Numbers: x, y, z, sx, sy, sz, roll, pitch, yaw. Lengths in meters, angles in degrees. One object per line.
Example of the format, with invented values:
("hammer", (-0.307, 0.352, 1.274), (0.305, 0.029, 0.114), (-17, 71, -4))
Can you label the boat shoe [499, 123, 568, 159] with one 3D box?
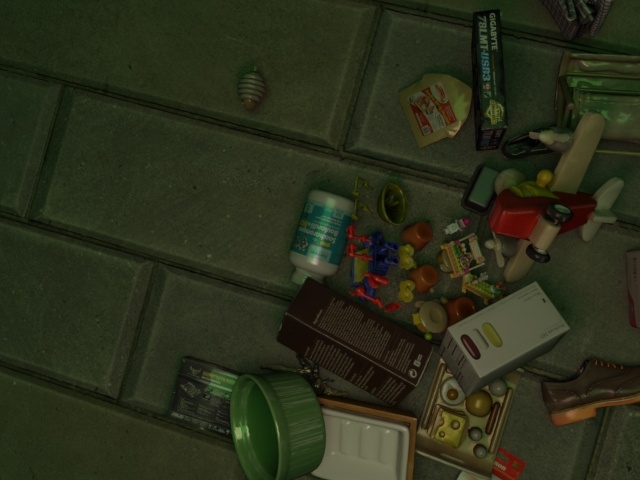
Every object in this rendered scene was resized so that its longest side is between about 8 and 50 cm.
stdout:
("boat shoe", (0.591, -0.267, 1.831), (0.206, 0.065, 0.075), (-16, 85, 8))

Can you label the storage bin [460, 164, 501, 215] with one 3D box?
("storage bin", (0.449, -0.138, 1.836), (0.098, 0.091, 0.135), (26, 93, 9))

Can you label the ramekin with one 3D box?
("ramekin", (-0.113, 0.492, 1.789), (0.148, 0.303, 0.303), (-5, 86, -30))

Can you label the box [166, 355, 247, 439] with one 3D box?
("box", (-0.310, 0.453, 1.949), (0.231, 0.056, 0.183), (15, 89, 9))

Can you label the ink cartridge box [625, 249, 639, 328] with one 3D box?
("ink cartridge box", (0.852, 0.122, 1.662), (0.117, 0.283, 0.207), (-2, 87, 9))

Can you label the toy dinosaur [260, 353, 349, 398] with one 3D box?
("toy dinosaur", (-0.036, 0.368, 1.909), (0.268, 0.064, 0.118), (23, 98, 13))

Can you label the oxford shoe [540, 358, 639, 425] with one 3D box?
("oxford shoe", (0.754, 0.359, 1.750), (0.364, 0.130, 0.132), (-22, 78, 7))

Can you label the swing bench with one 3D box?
("swing bench", (0.747, -0.353, 1.746), (0.253, 0.165, 0.254), (6, 49, 10))

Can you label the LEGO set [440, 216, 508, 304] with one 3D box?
("LEGO set", (0.426, 0.071, 1.779), (0.287, 0.132, 0.107), (56, 139, -1))

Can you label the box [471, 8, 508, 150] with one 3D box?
("box", (0.431, -0.400, 1.747), (0.073, 0.295, 0.293), (-4, 86, 11))

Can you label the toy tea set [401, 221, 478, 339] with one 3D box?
("toy tea set", (0.305, 0.112, 1.840), (0.200, 0.124, 0.335), (5, 67, -25))

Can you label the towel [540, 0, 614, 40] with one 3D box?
("towel", (0.632, -0.670, 1.759), (0.121, 0.235, 0.283), (-27, 83, 11))

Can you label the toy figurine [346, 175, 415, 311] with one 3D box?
("toy figurine", (0.117, 0.032, 1.836), (0.191, 0.217, 0.362), (10, 67, -22))

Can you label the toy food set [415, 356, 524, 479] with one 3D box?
("toy food set", (0.394, 0.454, 1.808), (0.220, 0.092, 0.306), (18, 84, 9))

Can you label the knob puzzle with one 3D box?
("knob puzzle", (0.333, -0.374, 1.881), (0.213, 0.030, 0.213), (3, 98, 24))

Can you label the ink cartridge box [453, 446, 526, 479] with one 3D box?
("ink cartridge box", (0.452, 0.645, 1.826), (0.145, 0.045, 0.179), (30, 95, 9))

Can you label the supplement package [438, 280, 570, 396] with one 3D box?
("supplement package", (0.457, 0.253, 1.712), (0.262, 0.204, 0.145), (-27, 66, -10))

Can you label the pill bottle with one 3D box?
("pill bottle", (0.000, 0.000, 1.873), (0.146, 0.146, 0.264), (17, 90, 9))

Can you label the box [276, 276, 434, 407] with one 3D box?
("box", (0.086, 0.273, 1.800), (0.382, 0.191, 0.143), (27, 58, 4))

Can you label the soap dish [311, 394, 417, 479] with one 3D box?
("soap dish", (0.115, 0.538, 1.805), (0.291, 0.118, 0.228), (7, 104, 21))

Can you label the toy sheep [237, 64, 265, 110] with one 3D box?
("toy sheep", (-0.198, -0.441, 1.954), (0.091, 0.091, 0.132), (4, 88, 9))

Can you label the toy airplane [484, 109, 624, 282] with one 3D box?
("toy airplane", (0.572, -0.102, 1.714), (0.386, 0.384, 0.272), (-46, 56, -5))
